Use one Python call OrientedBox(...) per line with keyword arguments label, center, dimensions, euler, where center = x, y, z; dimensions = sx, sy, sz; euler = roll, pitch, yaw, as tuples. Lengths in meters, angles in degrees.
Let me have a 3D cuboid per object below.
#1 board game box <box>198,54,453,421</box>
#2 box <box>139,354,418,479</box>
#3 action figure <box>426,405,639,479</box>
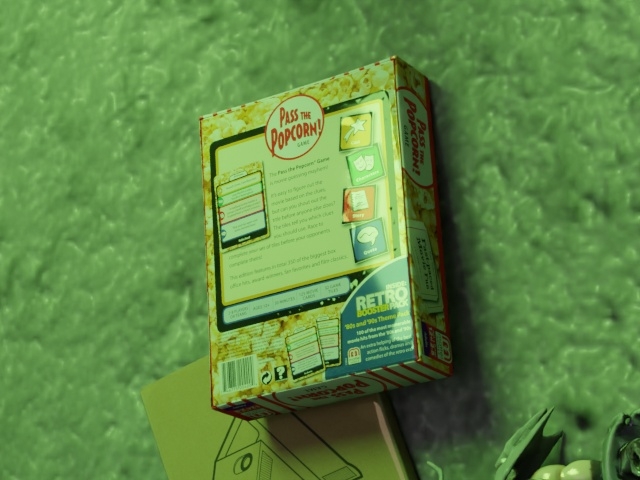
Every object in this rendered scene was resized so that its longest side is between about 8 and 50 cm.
OrientedBox(label="board game box", center=(0.000, 0.000, 1.149), dimensions=(0.147, 0.045, 0.193), euler=(-14, 67, 28))
OrientedBox(label="box", center=(-0.018, 0.155, 1.176), dimensions=(0.164, 0.021, 0.201), euler=(-27, 73, 25))
OrientedBox(label="action figure", center=(0.167, 0.188, 1.015), dimensions=(0.285, 0.099, 0.185), euler=(24, 79, 21))
